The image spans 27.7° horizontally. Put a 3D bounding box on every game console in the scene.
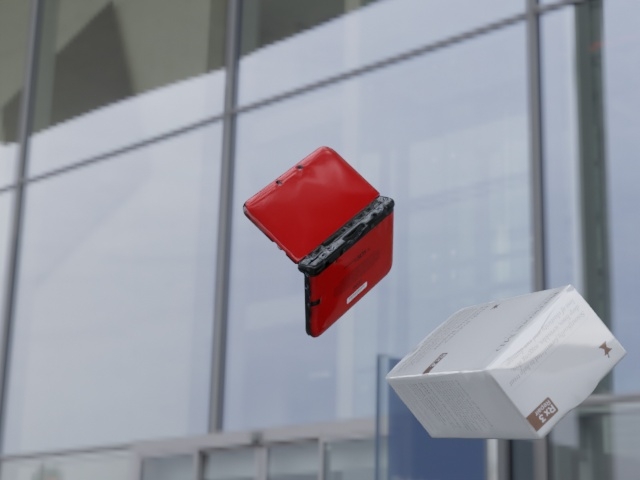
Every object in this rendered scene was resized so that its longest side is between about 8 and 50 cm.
[{"bbox_3d":[0.000,0.000,1.237,0.085,0.124,0.144,20,39,29],"label":"game console"}]

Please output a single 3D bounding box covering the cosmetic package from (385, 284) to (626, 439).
[{"bbox_3d":[0.160,0.114,1.177,0.117,0.085,0.231,-41,4,-20],"label":"cosmetic package"}]
